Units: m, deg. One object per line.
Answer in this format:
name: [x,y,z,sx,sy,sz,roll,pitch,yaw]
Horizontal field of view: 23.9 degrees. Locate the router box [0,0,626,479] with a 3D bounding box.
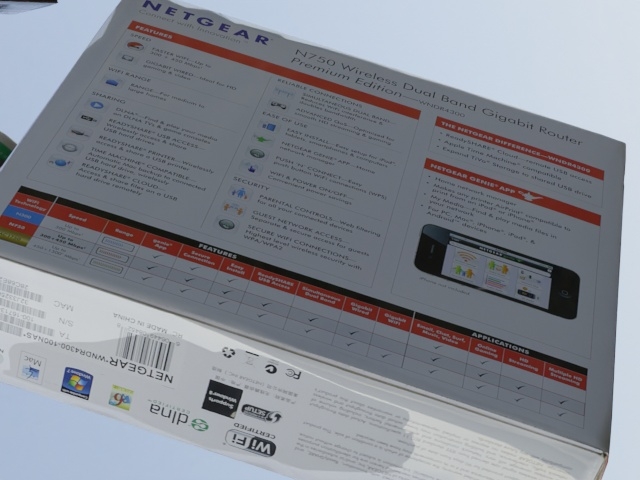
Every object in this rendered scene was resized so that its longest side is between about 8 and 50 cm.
router box: [0.000,0.000,0.856,0.301,0.335,0.082,-70,-3,-55]

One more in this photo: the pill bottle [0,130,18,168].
pill bottle: [-0.430,0.047,1.503,0.204,0.204,0.361,67,-148,-29]

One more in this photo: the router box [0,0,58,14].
router box: [-0.215,-0.187,0.930,0.122,0.038,0.092,-19,-80,-66]
